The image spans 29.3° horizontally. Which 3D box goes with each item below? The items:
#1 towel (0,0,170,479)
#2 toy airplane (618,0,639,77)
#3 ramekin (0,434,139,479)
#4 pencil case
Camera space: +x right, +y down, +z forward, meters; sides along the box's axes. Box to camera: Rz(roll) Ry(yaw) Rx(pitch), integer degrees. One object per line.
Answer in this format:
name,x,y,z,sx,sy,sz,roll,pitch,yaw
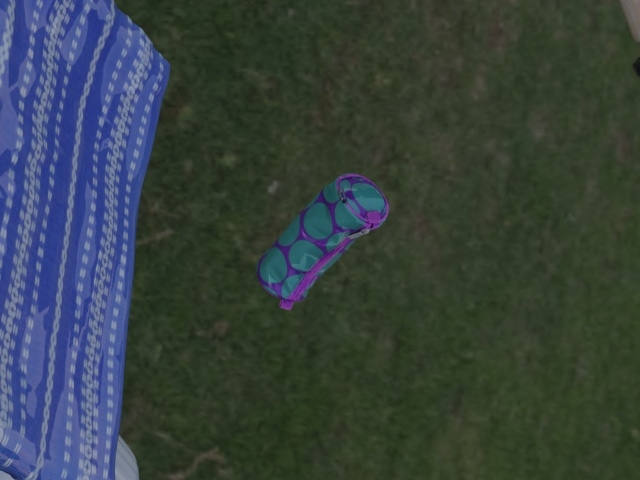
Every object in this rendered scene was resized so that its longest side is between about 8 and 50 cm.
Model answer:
towel,-0.132,-0.055,0.453,0.336,0.040,0.243,59,30,-60
toy airplane,0.525,-0.368,1.510,0.386,0.272,0.384,20,61,-47
ramekin,-0.229,0.189,0.756,0.127,0.273,0.273,46,58,-17
pencil case,0.000,0.000,1.254,0.064,0.152,0.070,13,43,-39
